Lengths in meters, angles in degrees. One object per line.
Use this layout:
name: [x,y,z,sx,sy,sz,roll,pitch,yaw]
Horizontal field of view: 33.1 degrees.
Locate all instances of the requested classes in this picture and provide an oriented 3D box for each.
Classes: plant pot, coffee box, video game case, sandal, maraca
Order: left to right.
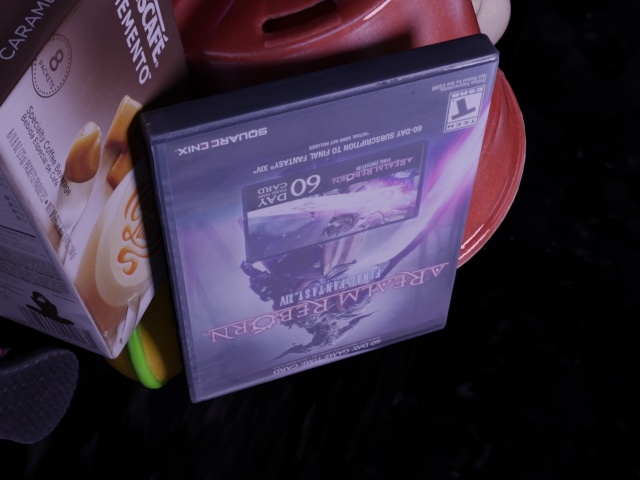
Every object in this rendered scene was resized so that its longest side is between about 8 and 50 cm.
sandal: [-0.207,0.095,0.673,0.067,0.040,0.179,-72,162,3]
coffee box: [-0.143,-0.057,0.579,0.246,0.098,0.141,85,28,-60]
maraca: [-0.124,0.013,0.773,0.127,0.099,0.185,47,39,-85]
plant pot: [-0.004,-0.130,0.741,0.272,0.273,0.265,-65,157,-21]
video game case: [0.000,0.000,0.672,0.274,0.196,0.026,91,-20,-52]

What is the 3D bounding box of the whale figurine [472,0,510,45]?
whale figurine: [0.052,-0.238,0.954,0.141,0.216,0.272,-47,144,8]
